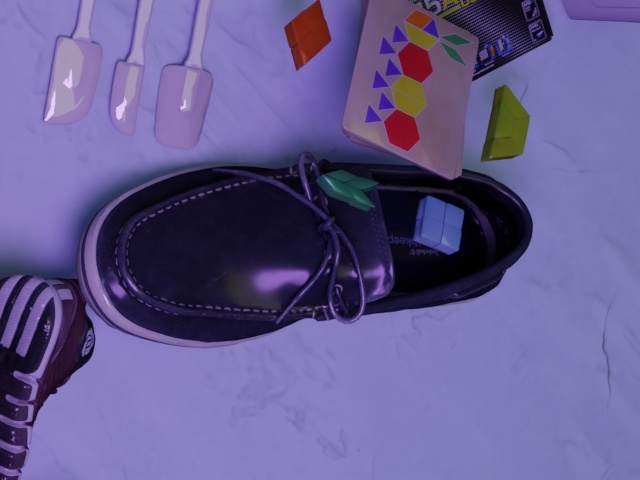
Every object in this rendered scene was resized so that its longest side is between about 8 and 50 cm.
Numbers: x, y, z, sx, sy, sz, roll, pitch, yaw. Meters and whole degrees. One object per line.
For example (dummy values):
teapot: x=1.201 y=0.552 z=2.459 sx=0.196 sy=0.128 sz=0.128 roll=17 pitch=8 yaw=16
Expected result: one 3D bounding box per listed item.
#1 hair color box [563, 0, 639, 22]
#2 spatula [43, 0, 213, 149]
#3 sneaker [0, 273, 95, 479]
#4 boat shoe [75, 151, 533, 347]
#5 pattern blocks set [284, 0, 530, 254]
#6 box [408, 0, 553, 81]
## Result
hair color box: x=0.374 y=-0.324 z=1.498 sx=0.105 sy=0.347 sz=0.174 roll=-35 pitch=114 yaw=-19
spatula: x=-0.172 y=-0.220 z=1.414 sx=0.168 sy=0.019 sz=0.242 roll=10 pitch=94 yaw=-24
sneaker: x=-0.284 y=0.157 z=1.363 sx=0.106 sy=0.162 sz=0.281 roll=31 pitch=103 yaw=13
boat shoe: x=0.000 y=0.000 z=1.440 sx=0.500 sy=0.156 sz=0.187 roll=-2 pitch=77 yaw=-30
pattern blocks set: x=0.090 y=-0.161 z=1.441 sx=0.285 sy=0.026 sz=0.325 roll=31 pitch=61 yaw=-20
box: x=0.147 y=-0.267 z=1.560 sx=0.190 sy=0.045 sz=0.184 roll=-28 pitch=113 yaw=-22
